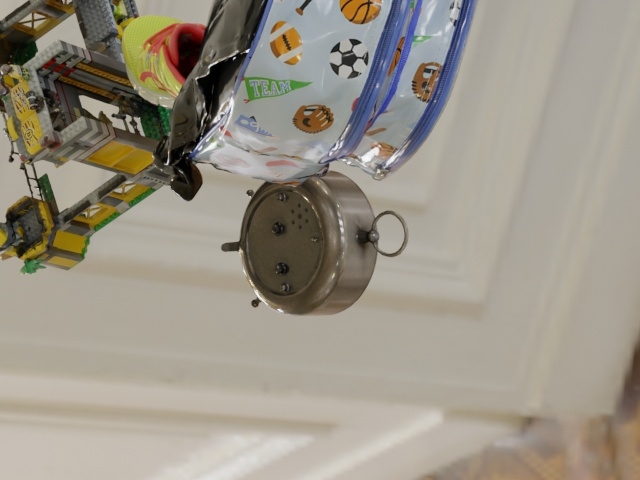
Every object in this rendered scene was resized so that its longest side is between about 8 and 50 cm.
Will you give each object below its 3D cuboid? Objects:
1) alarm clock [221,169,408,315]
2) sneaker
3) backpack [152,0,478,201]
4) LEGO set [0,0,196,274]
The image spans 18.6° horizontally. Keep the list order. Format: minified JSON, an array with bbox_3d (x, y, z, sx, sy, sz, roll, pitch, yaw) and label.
[{"bbox_3d":[0.000,0.000,1.706,0.192,0.064,0.129,-7,85,40],"label":"alarm clock"},{"bbox_3d":[-0.111,-0.157,1.675,0.208,0.081,0.094,38,158,44],"label":"sneaker"},{"bbox_3d":[0.002,-0.164,1.418,0.263,0.213,0.276,129,151,-81],"label":"backpack"},{"bbox_3d":[-0.279,-0.145,1.855,0.255,0.192,0.331,-23,68,29],"label":"LEGO set"}]
